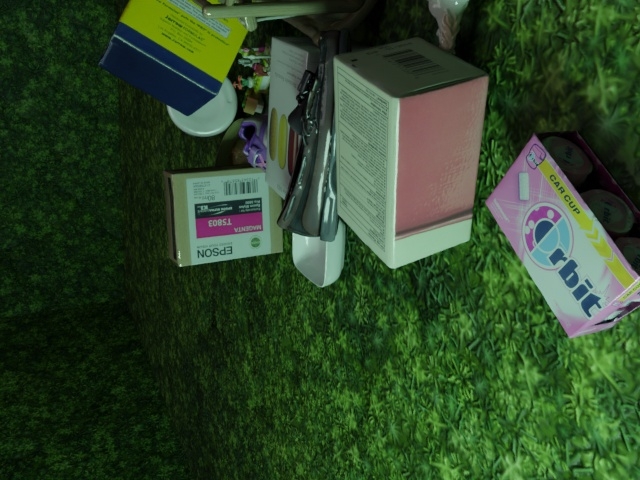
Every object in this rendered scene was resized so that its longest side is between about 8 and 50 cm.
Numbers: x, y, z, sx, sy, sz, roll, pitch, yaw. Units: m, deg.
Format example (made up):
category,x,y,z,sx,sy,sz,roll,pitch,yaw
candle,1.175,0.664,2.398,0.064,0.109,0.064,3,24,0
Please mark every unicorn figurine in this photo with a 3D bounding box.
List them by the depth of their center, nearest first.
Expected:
category,x,y,z,sx,sy,sz,roll,pitch,yaw
unicorn figurine,0.157,-0.294,0.775,0.162,0.060,0.111,-41,71,54

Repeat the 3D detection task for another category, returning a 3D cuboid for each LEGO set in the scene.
category,x,y,z,sx,sy,sz,roll,pitch,yaw
LEGO set,-0.130,-0.330,1.301,0.287,0.107,0.132,4,101,63

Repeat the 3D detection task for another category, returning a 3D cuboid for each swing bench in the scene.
category,x,y,z,sx,sy,sz,roll,pitch,yaw
swing bench,-0.075,-0.407,0.984,0.253,0.254,0.165,49,125,49

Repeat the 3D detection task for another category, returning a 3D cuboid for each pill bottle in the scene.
category,x,y,z,sx,sy,sz,roll,pitch,yaw
pill bottle,-0.271,-0.311,1.511,0.272,0.152,0.153,-141,46,-77

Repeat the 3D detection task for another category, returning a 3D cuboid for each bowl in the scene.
category,x,y,z,sx,sy,sz,roll,pitch,yaw
bowl,0.000,0.000,1.194,0.142,0.053,0.142,34,128,57

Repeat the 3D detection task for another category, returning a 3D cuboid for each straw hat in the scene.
category,x,y,z,sx,sy,sz,roll,pitch,yaw
straw hat,-0.174,-0.194,1.476,0.061,0.144,0.145,25,129,13

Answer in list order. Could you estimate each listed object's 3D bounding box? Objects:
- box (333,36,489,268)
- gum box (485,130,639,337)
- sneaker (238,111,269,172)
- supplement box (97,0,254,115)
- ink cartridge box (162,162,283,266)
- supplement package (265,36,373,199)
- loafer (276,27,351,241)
category,x,y,z,sx,sy,sz,roll,pitch,yaw
box,0.105,-0.110,0.818,0.149,0.126,0.232,49,151,47
gum box,0.256,-0.005,0.659,0.188,0.062,0.107,66,150,30
sneaker,-0.093,-0.159,1.281,0.236,0.104,0.095,65,148,29
supplement box,-0.225,-0.440,1.190,0.194,0.195,0.357,-4,61,64
ink cartridge box,-0.200,-0.059,1.378,0.088,0.234,0.193,22,117,62
supplement package,0.002,-0.187,1.043,0.139,0.133,0.244,42,134,53
loafer,-0.011,-0.139,0.915,0.109,0.095,0.303,-75,-10,-64
